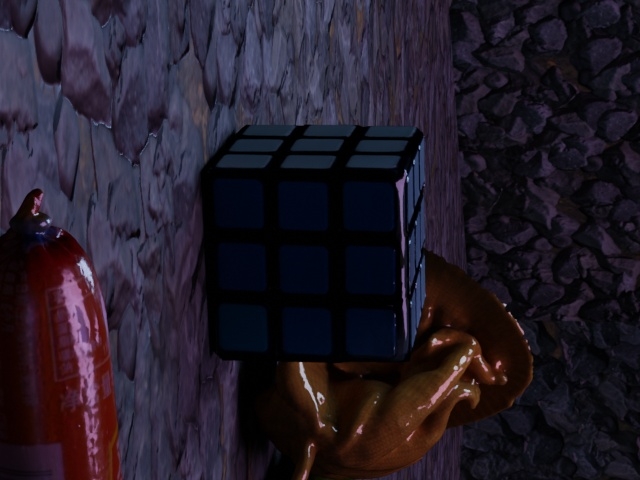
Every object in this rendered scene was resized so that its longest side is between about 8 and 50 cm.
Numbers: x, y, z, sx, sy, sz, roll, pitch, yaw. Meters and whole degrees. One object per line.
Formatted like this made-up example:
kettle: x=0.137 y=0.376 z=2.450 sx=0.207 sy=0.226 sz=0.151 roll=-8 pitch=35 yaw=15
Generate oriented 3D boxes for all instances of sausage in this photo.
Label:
sausage: x=-0.135 y=0.107 z=0.950 sx=0.074 sy=0.074 sz=0.274 roll=-66 pitch=154 yaw=-69

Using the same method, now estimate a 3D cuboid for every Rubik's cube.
Rubik's cube: x=0.000 y=0.000 z=1.543 sx=0.163 sy=0.162 sz=0.161 roll=-66 pitch=156 yaw=-72

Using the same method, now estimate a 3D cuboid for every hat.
hat: x=0.031 y=0.154 z=1.669 sx=0.233 sy=0.244 sz=0.233 roll=-53 pitch=165 yaw=-49

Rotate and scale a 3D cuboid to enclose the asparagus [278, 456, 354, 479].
asparagus: x=-0.009 y=0.238 z=1.790 sx=0.082 sy=0.085 sz=0.343 roll=45 pitch=16 yaw=-4
